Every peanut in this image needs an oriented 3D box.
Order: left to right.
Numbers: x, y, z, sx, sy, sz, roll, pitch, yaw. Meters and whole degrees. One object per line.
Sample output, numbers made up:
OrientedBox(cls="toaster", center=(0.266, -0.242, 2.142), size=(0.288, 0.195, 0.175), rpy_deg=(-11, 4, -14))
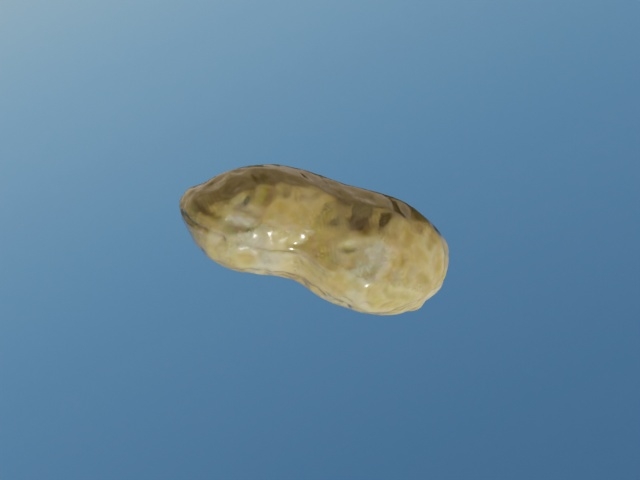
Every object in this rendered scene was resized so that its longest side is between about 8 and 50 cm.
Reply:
OrientedBox(cls="peanut", center=(0.000, 0.000, 0.751), size=(0.174, 0.080, 0.080), rpy_deg=(16, 180, -20))
